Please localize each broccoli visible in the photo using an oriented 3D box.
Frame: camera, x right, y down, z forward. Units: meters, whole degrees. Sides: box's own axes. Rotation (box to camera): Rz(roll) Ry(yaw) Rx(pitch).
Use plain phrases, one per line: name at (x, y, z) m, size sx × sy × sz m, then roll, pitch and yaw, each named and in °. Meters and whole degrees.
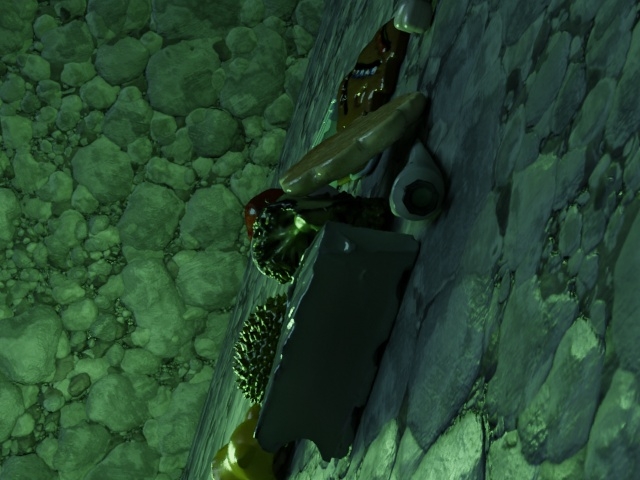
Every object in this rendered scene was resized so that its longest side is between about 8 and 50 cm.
broccoli at (0.001, 0.012, 1.673) m, size 0.273 × 0.243 × 0.180 m, roll -88°, pitch -6°, yaw -80°

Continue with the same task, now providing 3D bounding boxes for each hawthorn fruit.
hawthorn fruit at (-0.110, -0.058, 2.596) m, size 0.202 × 0.185 × 0.185 m, roll -46°, pitch -23°, yaw -71°

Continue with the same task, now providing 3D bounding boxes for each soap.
soap at (0.025, 0.150, 1.440) m, size 0.257 × 0.159 × 0.302 m, roll 123°, pitch 160°, yaw -53°
soap at (0.028, -0.213, 2.266) m, size 0.145 × 0.091 × 0.230 m, roll -78°, pitch 10°, yaw -46°

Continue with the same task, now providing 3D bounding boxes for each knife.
knife at (0.079, -0.162, 2.063) m, size 0.343 × 0.027 × 0.061 m, roll 169°, pitch 122°, yaw -80°

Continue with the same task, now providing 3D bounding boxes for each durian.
durian at (-0.079, 0.218, 1.895) m, size 0.200 × 0.177 × 0.236 m, roll -22°, pitch 37°, yaw 54°

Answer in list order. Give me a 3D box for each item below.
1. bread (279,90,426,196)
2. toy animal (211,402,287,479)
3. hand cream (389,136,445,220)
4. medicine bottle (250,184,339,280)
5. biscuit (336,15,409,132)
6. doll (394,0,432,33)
bread at (0.059, -0.170, 1.696) m, size 0.316 × 0.054 × 0.316 m, roll -32°, pitch 12°, yaw 7°
toy animal at (-0.147, 0.449, 1.951) m, size 0.156 × 0.156 × 0.229 m, roll -83°, pitch 10°, yaw -46°
hand cream at (0.142, -0.091, 1.488) m, size 0.336 × 0.076 × 0.121 m, roll -86°, pitch 20°, yaw -79°
medicine bottle at (-0.041, -0.019, 1.934) m, size 0.152 × 0.152 × 0.254 m, roll -69°, pitch -9°, yaw 26°
biscuit at (0.109, -0.363, 2.070) m, size 0.301 × 0.043 × 0.278 m, roll -63°, pitch 21°, yaw 17°
doll at (0.198, -0.479, 1.838) m, size 0.161 × 0.059 × 0.160 m, roll -116°, pitch 43°, yaw -78°
